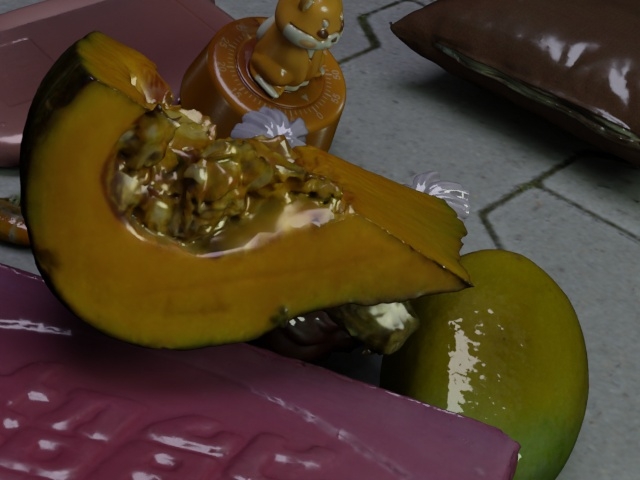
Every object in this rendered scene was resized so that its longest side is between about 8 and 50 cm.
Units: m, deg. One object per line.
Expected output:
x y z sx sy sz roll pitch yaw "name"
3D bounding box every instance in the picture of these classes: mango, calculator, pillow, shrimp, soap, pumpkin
0.095 0.089 0.776 0.130 0.092 0.195 30 46 6 "mango"
-0.187 -0.148 1.092 0.329 0.048 0.220 -22 47 -31 "calculator"
0.270 -0.172 1.156 0.307 0.108 0.305 31 40 29 "pillow"
-0.229 -0.031 0.941 0.127 0.025 0.091 13 36 0 "shrimp"
-0.102 0.151 0.632 0.359 0.128 0.233 17 34 12 "soap"
-0.045 -0.002 0.676 0.248 0.126 0.131 25 12 -17 "pumpkin"

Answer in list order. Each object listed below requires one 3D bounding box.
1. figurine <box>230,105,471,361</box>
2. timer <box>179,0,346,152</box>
-0.001 0.001 0.864 0.174 0.116 0.240 22 32 15 "figurine"
-0.024 -0.142 0.991 0.132 0.152 0.132 13 53 -18 "timer"
